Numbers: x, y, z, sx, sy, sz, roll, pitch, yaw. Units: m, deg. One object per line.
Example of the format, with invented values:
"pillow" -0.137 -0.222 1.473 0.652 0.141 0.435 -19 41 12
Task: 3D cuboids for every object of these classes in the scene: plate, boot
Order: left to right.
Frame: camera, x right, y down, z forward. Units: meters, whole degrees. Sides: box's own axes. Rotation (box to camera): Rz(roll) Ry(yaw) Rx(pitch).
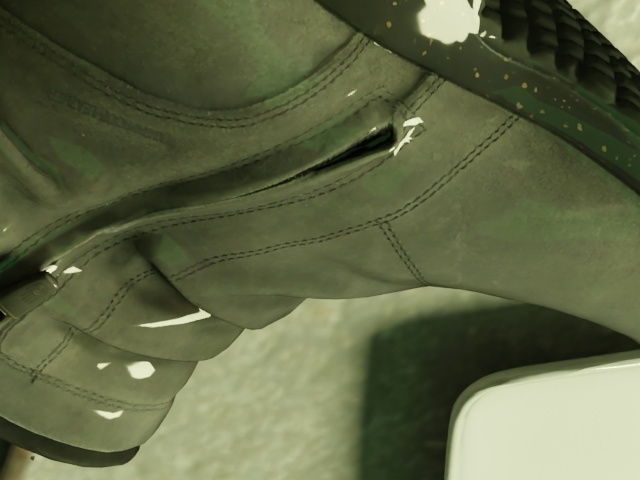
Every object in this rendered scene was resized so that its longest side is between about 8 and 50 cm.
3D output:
"boot" 0.000 0.000 0.505 0.338 0.118 0.223 37 109 -27
"plate" 0.173 0.139 0.710 0.277 0.045 0.278 -9 128 -15
